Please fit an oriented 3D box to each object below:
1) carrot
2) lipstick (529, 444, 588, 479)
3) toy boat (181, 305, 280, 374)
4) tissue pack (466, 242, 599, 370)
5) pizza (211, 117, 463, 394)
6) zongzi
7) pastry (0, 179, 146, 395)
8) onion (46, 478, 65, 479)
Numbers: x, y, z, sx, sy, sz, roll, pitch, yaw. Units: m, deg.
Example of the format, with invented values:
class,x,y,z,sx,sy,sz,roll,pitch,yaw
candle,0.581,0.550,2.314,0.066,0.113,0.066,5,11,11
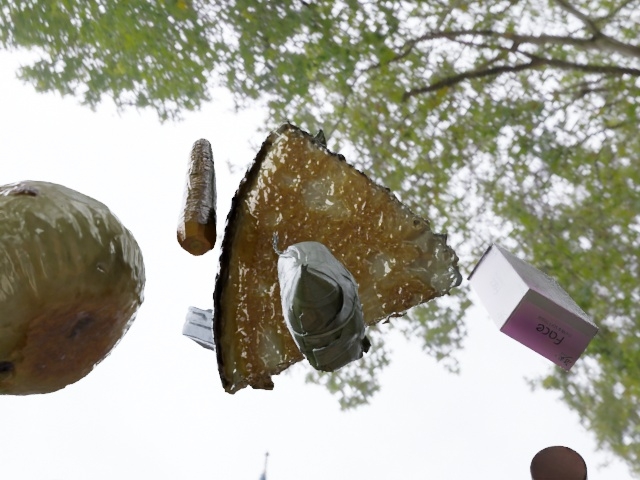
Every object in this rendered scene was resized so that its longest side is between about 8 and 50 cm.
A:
class,x,y,z,sx,sy,sz,roll,pitch,yaw
carrot,-0.205,-0.085,1.395,0.066,0.314,0.066,-4,-52,-5
lipstick,0.263,0.341,0.880,0.057,0.057,0.356,-27,-49,-10
toy boat,-0.164,0.205,1.716,0.127,0.283,0.078,46,-115,-48
tissue pack,0.356,0.106,1.435,0.149,0.246,0.092,31,-76,-10
pizza,-0.030,-0.002,1.327,0.435,0.391,0.080,-28,-20,16
zongzi,-0.014,0.011,0.646,0.062,0.154,0.130,-22,-43,2
pastry,-0.498,0.069,1.411,0.389,0.312,0.388,-27,-33,-19
onion,-0.452,0.477,1.255,0.246,0.190,0.246,-31,-17,-11
